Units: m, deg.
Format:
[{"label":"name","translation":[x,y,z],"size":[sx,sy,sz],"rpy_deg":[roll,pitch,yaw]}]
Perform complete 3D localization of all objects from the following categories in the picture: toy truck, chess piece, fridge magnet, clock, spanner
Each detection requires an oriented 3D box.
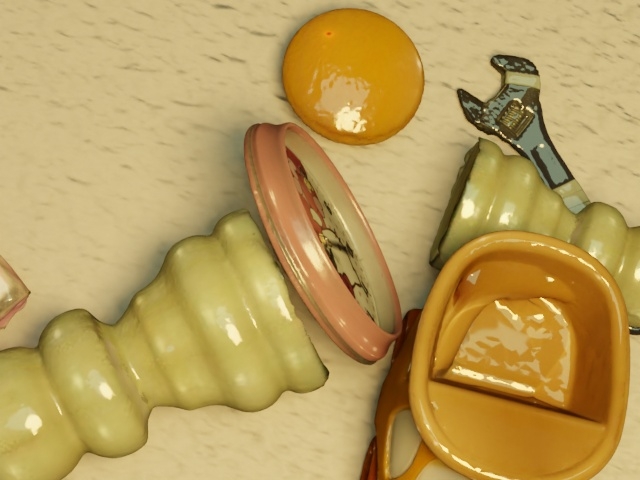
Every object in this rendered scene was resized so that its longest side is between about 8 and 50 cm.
[{"label":"toy truck","translation":[0.159,0.153,1.543],"size":[0.204,0.211,0.288],"rpy_deg":[15,72,-3]},{"label":"chess piece","translation":[0.237,0.007,1.623],"size":[0.243,0.133,0.133],"rpy_deg":[22,75,-1]},{"label":"chess piece","translation":[-0.176,0.119,1.536],"size":[0.330,0.182,0.182],"rpy_deg":[-26,82,-7]},{"label":"fridge magnet","translation":[0.032,-0.160,1.672],"size":[0.143,0.063,0.143],"rpy_deg":[2,76,-9]},{"label":"clock","translation":[-0.001,0.000,1.548],"size":[0.056,0.244,0.244],"rpy_deg":[-28,82,13]},{"label":"spanner","translation":[0.240,-0.043,1.696],"size":[0.087,0.024,0.316],"rpy_deg":[-28,84,-11]}]

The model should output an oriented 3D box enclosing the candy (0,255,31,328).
[{"label":"candy","translation":[-0.404,0.004,1.546],"size":[0.155,0.116,0.265],"rpy_deg":[-42,85,-15]}]
